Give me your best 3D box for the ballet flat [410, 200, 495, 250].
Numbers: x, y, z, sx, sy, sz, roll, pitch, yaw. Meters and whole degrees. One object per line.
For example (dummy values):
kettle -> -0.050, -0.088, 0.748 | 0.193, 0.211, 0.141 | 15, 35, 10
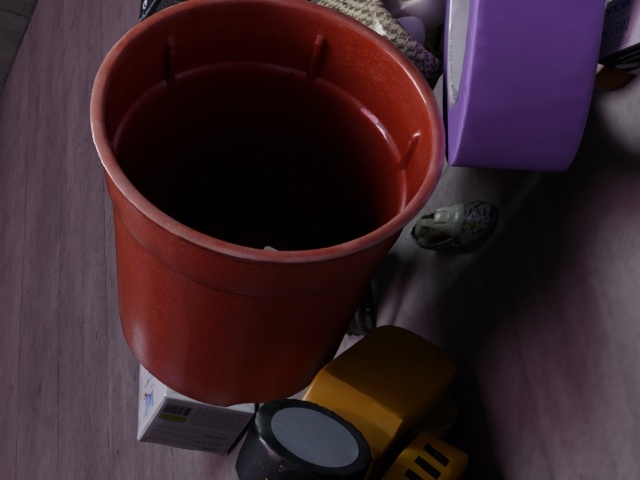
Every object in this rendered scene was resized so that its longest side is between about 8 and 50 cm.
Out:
ballet flat -> 0.114, -0.013, 1.417 | 0.114, 0.041, 0.041 | 157, 124, -64

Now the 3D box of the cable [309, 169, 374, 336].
cable -> 0.000, 0.000, 1.498 | 0.287, 0.072, 0.139 | 67, -167, -61

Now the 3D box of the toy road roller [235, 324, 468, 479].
toy road roller -> 0.057, 0.237, 1.265 | 0.329, 0.241, 0.202 | -36, -28, -63

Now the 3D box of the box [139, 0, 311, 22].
box -> -0.033, -0.275, 1.631 | 0.184, 0.261, 0.103 | 141, 137, -56

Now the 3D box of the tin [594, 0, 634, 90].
tin -> 0.244, -0.197, 1.212 | 0.189, 0.040, 0.106 | 124, 147, -43

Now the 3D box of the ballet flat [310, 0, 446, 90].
ballet flat -> 0.096, -0.298, 1.466 | 0.182, 0.164, 0.482 | -28, 37, 38

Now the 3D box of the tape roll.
tape roll -> 0.148, -0.190, 1.177 | 0.275, 0.090, 0.274 | -177, 90, -90

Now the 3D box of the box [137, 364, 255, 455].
box -> -0.148, 0.137, 1.871 | 0.103, 0.114, 0.203 | 124, 151, -45

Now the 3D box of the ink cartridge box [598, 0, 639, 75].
ink cartridge box -> 0.275, -0.148, 1.019 | 0.207, 0.097, 0.046 | 162, 119, -65

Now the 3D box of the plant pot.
plant pot -> -0.058, -0.013, 1.290 | 0.265, 0.273, 0.272 | 104, 166, -51
